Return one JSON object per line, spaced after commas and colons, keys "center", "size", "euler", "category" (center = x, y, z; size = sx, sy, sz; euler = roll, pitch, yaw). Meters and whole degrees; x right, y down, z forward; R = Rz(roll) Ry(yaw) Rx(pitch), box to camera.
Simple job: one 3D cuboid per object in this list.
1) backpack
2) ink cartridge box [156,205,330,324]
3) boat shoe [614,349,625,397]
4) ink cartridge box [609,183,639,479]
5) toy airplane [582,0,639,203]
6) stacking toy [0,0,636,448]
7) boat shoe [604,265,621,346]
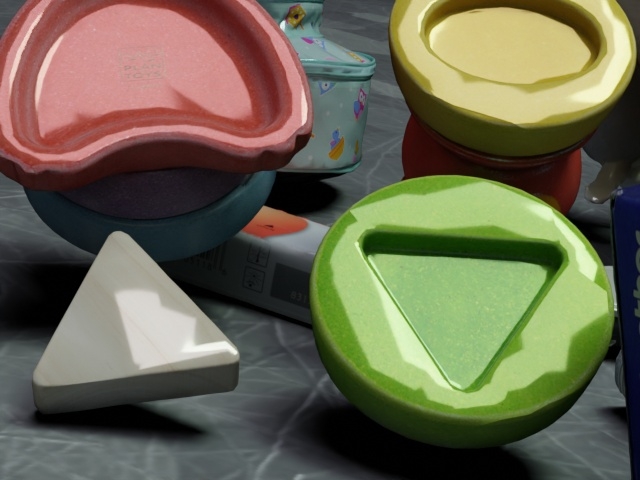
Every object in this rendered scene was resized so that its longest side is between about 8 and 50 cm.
{"center": [-0.056, -0.108, 1.121], "size": [0.188, 0.144, 0.166], "euler": [18, 11, 13], "category": "backpack"}
{"center": [0.000, 0.000, 0.949], "size": [0.145, 0.045, 0.179], "euler": [18, 19, 22], "category": "ink cartridge box"}
{"center": [0.238, 0.072, 0.819], "size": [0.184, 0.066, 0.063], "euler": [7, 26, -17], "category": "boat shoe"}
{"center": [0.296, 0.041, 0.633], "size": [0.270, 0.151, 0.395], "euler": [-13, 13, -23], "category": "ink cartridge box"}
{"center": [0.285, -0.091, 1.041], "size": [0.384, 0.272, 0.386], "euler": [36, -6, 13], "category": "toy airplane"}
{"center": [-0.004, -0.001, 0.807], "size": [0.309, 0.130, 0.279], "euler": [2, 53, -3], "category": "stacking toy"}
{"center": [0.147, 0.041, 0.910], "size": [0.125, 0.038, 0.046], "euler": [2, 37, -27], "category": "boat shoe"}
